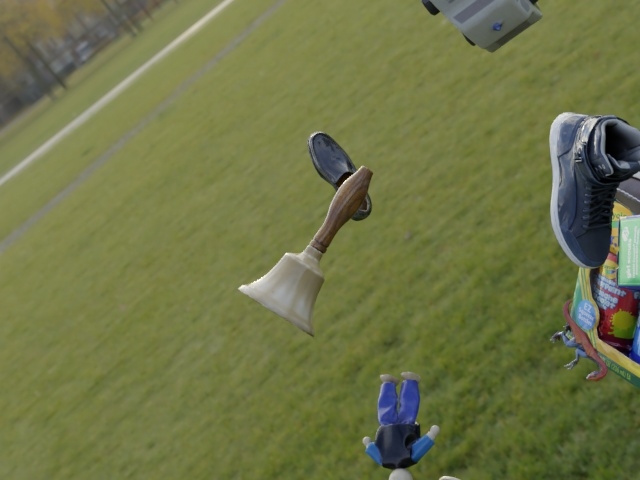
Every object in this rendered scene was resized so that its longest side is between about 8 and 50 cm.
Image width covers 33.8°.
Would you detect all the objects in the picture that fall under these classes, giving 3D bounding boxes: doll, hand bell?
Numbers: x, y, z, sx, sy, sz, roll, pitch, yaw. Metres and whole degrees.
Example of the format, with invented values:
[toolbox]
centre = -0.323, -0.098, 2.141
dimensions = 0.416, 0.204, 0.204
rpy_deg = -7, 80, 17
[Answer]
[doll]
centre = 0.129, 0.304, 1.667
dimensions = 0.129, 0.046, 0.189
rpy_deg = -9, 59, 23
[hand bell]
centre = 0.000, 0.000, 1.474
dimensions = 0.242, 0.126, 0.126
rpy_deg = -58, 18, -4

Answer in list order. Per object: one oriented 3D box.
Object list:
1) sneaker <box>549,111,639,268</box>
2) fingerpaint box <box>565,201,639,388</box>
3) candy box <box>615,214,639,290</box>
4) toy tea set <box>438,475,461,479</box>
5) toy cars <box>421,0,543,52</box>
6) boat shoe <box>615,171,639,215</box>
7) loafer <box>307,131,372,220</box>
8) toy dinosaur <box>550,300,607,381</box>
[sneaker]
centre = 0.387, -0.064, 1.440
dimensions = 0.086, 0.226, 0.163
rpy_deg = -14, 9, -18
[fingerpaint box]
centre = 0.725, 0.124, 2.136
dimensions = 0.163, 0.371, 0.445
rpy_deg = -4, 23, -28
[candy box]
centre = 0.617, 0.027, 1.491
dimensions = 0.317, 0.268, 0.122
rpy_deg = 165, 111, -75
[toy tea set]
centre = 0.232, 0.526, 1.840
dimensions = 0.124, 0.200, 0.336
rpy_deg = -51, 0, -33
[toy cars]
centre = 0.204, -0.326, 1.155
dimensions = 0.176, 0.087, 0.393
rpy_deg = -13, -30, -11
[boat shoe]
centre = 0.634, -0.017, 1.853
dimensions = 0.096, 0.324, 0.116
rpy_deg = -56, -19, 0
[loafer]
centre = 0.038, -0.113, 1.775
dimensions = 0.062, 0.170, 0.061
rpy_deg = -36, 2, -10
[toy dinosaur]
centre = 0.326, 0.135, 1.313
dimensions = 0.047, 0.090, 0.082
rpy_deg = -28, 36, -18
